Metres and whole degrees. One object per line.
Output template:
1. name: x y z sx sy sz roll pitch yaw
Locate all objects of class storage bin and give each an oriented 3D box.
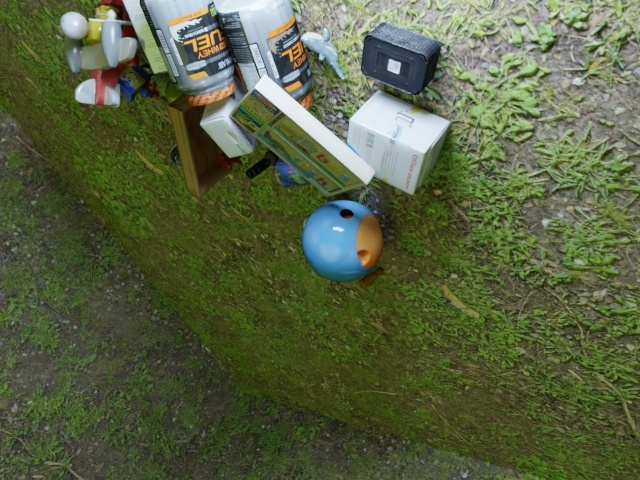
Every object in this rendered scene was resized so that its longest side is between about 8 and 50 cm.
1. storage bin: 0.204 -0.470 1.370 0.180 0.084 0.122 28 145 18

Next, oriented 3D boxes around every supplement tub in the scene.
1. supplement tub: -0.147 -0.533 1.527 0.207 0.207 0.338 13 139 34
2. supplement tub: -0.363 -0.560 1.506 0.194 0.193 0.316 10 131 37

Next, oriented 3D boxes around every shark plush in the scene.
1. shark plush: 0.009 -0.524 1.511 0.073 0.067 0.161 -6 125 47

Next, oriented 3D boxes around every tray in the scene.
1. tray: -0.447 -0.379 2.001 0.076 0.203 0.411 27 144 20

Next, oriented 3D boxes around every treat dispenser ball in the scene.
1. treat dispenser ball: 0.078 0.002 1.857 0.288 0.288 0.288 26 144 20

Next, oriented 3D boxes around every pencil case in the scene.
1. pencil case: -0.031 -0.255 1.813 0.306 0.119 0.133 -3 152 46

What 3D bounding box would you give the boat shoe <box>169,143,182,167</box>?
1. boat shoe: -0.566 -0.354 2.237 0.301 0.102 0.108 0 130 44

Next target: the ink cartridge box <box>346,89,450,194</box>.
1. ink cartridge box: 0.215 -0.278 1.504 0.233 0.168 0.171 29 146 16

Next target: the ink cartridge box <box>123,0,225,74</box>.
1. ink cartridge box: -0.413 -0.695 1.580 0.324 0.071 0.330 -8 124 14

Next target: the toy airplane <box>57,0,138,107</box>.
1. toy airplane: -0.747 -0.639 1.774 0.386 0.384 0.272 -35 142 24

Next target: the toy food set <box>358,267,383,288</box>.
1. toy food set: 0.138 0.064 2.074 0.232 0.104 0.111 49 164 20

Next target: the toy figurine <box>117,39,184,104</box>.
1. toy figurine: -0.693 -0.569 2.008 0.362 0.217 0.191 43 146 -4

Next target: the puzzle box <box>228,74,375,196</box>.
1. puzzle box: -0.060 -0.285 1.543 0.409 0.052 0.272 38 162 -17

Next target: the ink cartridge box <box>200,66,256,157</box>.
1. ink cartridge box: -0.280 -0.415 1.719 0.100 0.237 0.172 -10 144 26

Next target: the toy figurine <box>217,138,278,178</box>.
1. toy figurine: -0.265 -0.352 1.920 0.213 0.148 0.209 24 138 26

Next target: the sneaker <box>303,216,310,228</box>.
1. sneaker: 0.000 0.000 2.130 0.094 0.080 0.212 4 132 27
